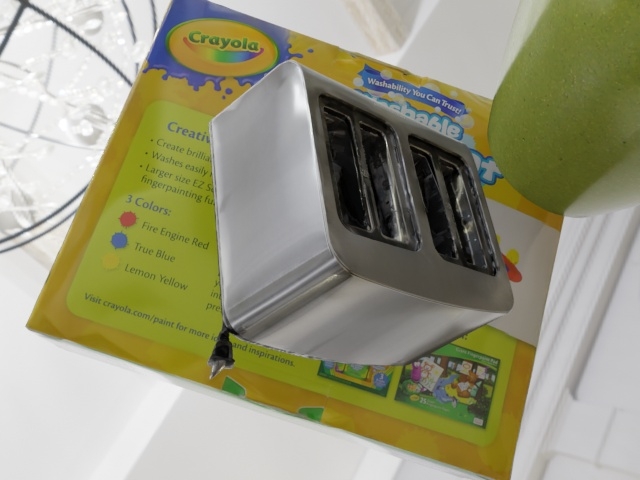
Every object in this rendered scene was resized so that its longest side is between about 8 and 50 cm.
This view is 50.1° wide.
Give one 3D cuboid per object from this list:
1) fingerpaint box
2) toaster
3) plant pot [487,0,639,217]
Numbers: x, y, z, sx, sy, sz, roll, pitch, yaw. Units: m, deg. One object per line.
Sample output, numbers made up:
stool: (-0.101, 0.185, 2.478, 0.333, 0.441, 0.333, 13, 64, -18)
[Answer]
fingerpaint box: (0.000, 0.000, 0.715, 0.445, 0.163, 0.371, 18, -107, -3)
toaster: (0.021, -0.006, 0.444, 0.168, 0.110, 0.185, 16, -127, -37)
plant pot: (0.254, -0.148, 0.502, 0.275, 0.293, 0.274, 8, -119, -14)
